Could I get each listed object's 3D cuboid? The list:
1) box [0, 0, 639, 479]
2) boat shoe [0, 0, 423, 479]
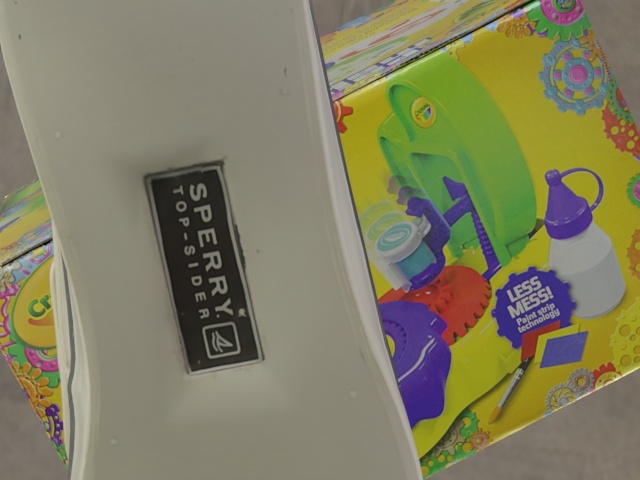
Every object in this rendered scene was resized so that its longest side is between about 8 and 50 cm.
[{"bbox_3d":[-0.003,0.006,0.817,0.290,0.279,0.177,-27,101,-3],"label":"box"},{"bbox_3d":[-0.028,0.028,0.415,0.096,0.088,0.268,-11,100,4],"label":"boat shoe"}]
